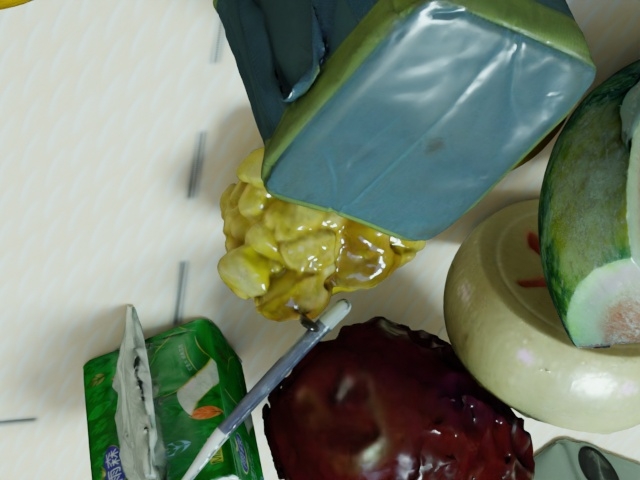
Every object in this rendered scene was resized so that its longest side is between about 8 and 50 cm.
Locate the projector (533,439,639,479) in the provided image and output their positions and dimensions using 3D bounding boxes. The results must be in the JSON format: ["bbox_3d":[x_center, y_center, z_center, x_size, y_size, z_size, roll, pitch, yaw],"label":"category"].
[{"bbox_3d":[0.329,0.352,2.173,0.257,0.099,0.192,22,128,-37],"label":"projector"}]

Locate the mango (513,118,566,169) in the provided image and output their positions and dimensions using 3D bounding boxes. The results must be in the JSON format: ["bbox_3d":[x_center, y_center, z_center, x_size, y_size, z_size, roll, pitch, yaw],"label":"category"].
[{"bbox_3d":[0.137,-0.104,1.573,0.178,0.090,0.115,-9,131,-20],"label":"mango"}]

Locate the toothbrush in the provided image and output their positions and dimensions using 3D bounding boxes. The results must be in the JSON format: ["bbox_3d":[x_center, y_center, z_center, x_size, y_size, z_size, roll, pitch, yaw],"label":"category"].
[{"bbox_3d":[-0.075,0.158,1.613,0.026,0.024,0.288,44,87,-8],"label":"toothbrush"}]

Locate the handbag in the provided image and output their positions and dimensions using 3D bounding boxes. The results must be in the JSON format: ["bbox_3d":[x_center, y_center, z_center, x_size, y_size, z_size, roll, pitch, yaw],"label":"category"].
[{"bbox_3d":[0.054,-0.165,1.349,0.222,0.241,0.263,13,135,-30],"label":"handbag"}]

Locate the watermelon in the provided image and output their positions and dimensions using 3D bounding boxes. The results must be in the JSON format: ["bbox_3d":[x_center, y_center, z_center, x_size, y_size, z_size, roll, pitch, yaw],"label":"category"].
[{"bbox_3d":[0.293,-0.060,1.565,0.180,0.305,0.224,27,150,-2],"label":"watermelon"}]

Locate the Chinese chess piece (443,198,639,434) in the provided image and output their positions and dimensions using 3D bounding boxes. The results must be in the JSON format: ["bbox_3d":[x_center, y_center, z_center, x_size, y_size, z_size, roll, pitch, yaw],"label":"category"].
[{"bbox_3d":[0.241,0.066,1.678,0.251,0.251,0.097,2,131,-20],"label":"Chinese chess piece"}]

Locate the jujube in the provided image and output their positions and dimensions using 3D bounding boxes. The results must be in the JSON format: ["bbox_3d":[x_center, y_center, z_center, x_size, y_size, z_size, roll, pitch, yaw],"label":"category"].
[{"bbox_3d":[0.080,0.205,1.757,0.258,0.258,0.377,-26,166,15],"label":"jujube"}]

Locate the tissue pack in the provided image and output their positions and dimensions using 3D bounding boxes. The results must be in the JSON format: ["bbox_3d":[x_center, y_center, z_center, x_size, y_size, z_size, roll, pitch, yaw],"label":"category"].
[{"bbox_3d":[-0.155,0.184,1.731,0.148,0.209,0.156,-23,136,11],"label":"tissue pack"}]

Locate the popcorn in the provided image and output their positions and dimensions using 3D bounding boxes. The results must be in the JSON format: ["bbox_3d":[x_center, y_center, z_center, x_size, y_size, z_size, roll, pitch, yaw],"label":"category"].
[{"bbox_3d":[-0.010,-0.017,1.595,0.194,0.163,0.140,-33,-176,-22],"label":"popcorn"}]

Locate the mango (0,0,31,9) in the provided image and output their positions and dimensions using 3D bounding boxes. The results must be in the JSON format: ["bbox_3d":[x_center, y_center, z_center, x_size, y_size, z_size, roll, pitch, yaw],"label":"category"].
[{"bbox_3d":[-0.297,-0.236,1.231,0.359,0.144,0.187,-8,138,-3],"label":"mango"}]
